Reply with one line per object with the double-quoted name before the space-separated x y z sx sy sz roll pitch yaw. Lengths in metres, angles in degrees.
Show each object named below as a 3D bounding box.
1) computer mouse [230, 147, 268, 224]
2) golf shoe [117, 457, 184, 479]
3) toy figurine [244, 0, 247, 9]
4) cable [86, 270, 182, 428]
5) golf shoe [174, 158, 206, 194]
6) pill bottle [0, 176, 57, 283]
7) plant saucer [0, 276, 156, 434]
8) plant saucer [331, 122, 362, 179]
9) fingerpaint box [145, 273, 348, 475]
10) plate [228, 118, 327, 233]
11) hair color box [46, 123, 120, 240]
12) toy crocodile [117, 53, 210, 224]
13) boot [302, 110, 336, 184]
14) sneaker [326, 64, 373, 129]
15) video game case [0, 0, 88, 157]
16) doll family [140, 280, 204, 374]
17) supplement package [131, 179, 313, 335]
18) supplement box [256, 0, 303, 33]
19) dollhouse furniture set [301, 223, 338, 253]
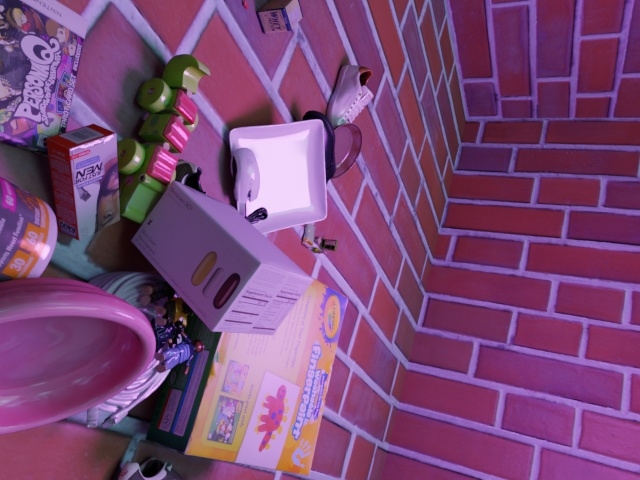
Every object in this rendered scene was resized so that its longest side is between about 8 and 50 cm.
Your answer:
"computer mouse" -0.178 -0.126 1.222 0.106 0.042 0.193 -14 112 -32
"golf shoe" -0.328 0.530 1.082 0.273 0.105 0.120 37 56 -60
"toy figurine" -0.053 -0.725 1.203 0.363 0.217 0.191 -62 146 -35
"cable" -0.364 0.183 0.942 0.257 0.089 0.257 -26 118 -60
"golf shoe" -0.283 -0.066 1.040 0.077 0.093 0.198 -23 118 -61
"pill bottle" -0.475 -0.035 0.591 0.278 0.162 0.162 45 56 -58
"plant saucer" -0.403 0.157 0.693 0.084 0.332 0.332 61 9 31
"plant saucer" 0.057 -0.296 1.652 0.198 0.036 0.199 -31 142 -28
"fingerpaint box" -0.146 0.282 1.192 0.371 0.163 0.445 32 63 -41
"plate" -0.108 -0.166 1.319 0.277 0.045 0.278 -15 112 -32
"hair color box" -0.383 -0.095 0.827 0.093 0.053 0.167 -45 153 -51
"toy crocodile" -0.300 -0.195 0.962 0.115 0.105 0.341 44 58 -58
"boot" -0.027 -0.220 1.467 0.247 0.094 0.207 78 27 -44
"sneaker" 0.102 -0.452 1.678 0.106 0.123 0.290 29 73 -63
"video game case" -0.450 -0.258 0.719 0.210 0.041 0.232 19 79 -63
"doll family" -0.271 0.156 0.948 0.111 0.076 0.193 -16 115 -67
"supplement package" -0.182 0.038 0.959 0.145 0.262 0.204 -53 153 6
"supplement box" -0.102 -0.575 1.286 0.083 0.083 0.056 -62 146 -37
"dollhouse furniture set" 0.000 0.000 1.648 0.151 0.058 0.076 35 64 -60
